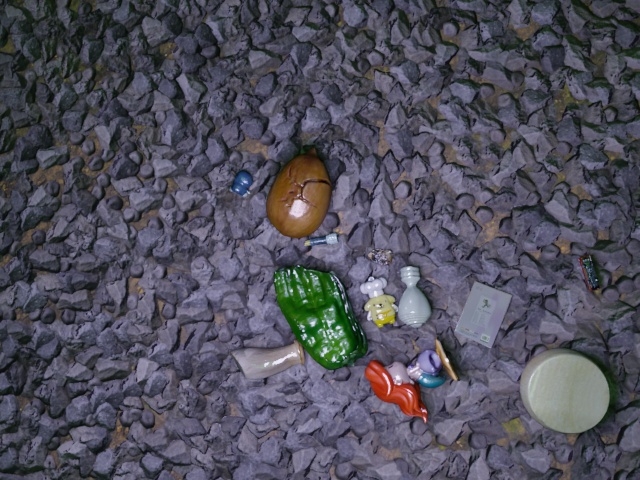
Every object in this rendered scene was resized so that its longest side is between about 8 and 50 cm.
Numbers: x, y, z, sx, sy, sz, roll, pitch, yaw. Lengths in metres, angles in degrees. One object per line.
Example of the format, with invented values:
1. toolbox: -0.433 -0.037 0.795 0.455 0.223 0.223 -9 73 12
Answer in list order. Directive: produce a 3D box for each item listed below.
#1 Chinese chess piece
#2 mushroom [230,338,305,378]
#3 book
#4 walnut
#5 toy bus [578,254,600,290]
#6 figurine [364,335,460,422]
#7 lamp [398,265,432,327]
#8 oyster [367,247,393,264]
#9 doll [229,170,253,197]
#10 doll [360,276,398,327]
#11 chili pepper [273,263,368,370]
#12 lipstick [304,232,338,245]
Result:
1. Chinese chess piece: 0.732 0.451 1.579 0.250 0.101 0.251 0 85 6
2. mushroom: -0.168 0.387 1.685 0.246 0.108 0.096 -11 125 7
3. book: 0.517 0.233 1.664 0.127 0.014 0.182 22 88 7
4. walnut: -0.062 -0.154 1.667 0.203 0.203 0.298 15 95 7
5. toy bus: 0.834 0.101 1.628 0.031 0.043 0.110 -16 86 8
6. figurine: 0.283 0.428 1.598 0.257 0.181 0.208 -28 112 10
7. lamp: 0.293 0.179 1.655 0.106 0.106 0.193 -4 75 6
8. oyster: 0.195 0.052 1.710 0.083 0.019 0.054 6 86 6
9. doll: -0.262 -0.191 1.765 0.076 0.050 0.083 28 87 3
10. doll: 0.186 0.194 1.678 0.106 0.062 0.163 -19 82 -1
11. chili pepper: 0.001 0.233 1.650 0.213 0.167 0.385 -29 71 -12
12. lipstick: 0.000 0.000 1.729 0.116 0.037 0.037 -8 84 10
